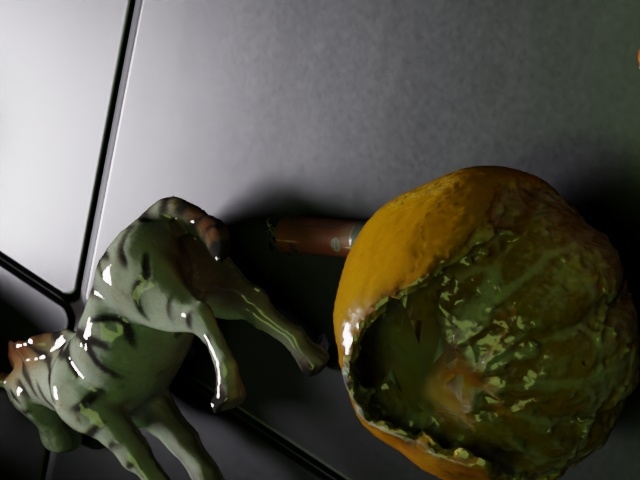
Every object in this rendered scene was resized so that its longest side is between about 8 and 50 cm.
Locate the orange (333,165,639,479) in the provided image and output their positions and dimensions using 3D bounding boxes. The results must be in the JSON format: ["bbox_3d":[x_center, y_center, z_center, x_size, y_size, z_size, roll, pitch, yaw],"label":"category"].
[{"bbox_3d":[0.076,0.045,0.689,0.156,0.134,0.157,25,128,37],"label":"orange"}]

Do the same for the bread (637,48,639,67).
[{"bbox_3d":[0.235,-0.119,0.546,0.269,0.095,0.139,-33,88,35],"label":"bread"}]

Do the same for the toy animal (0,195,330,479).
[{"bbox_3d":[-0.109,0.092,0.875,0.255,0.089,0.170,-39,74,35],"label":"toy animal"}]

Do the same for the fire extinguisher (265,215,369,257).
[{"bbox_3d":[0.000,0.000,0.806,0.083,0.022,0.028,4,134,38],"label":"fire extinguisher"}]
